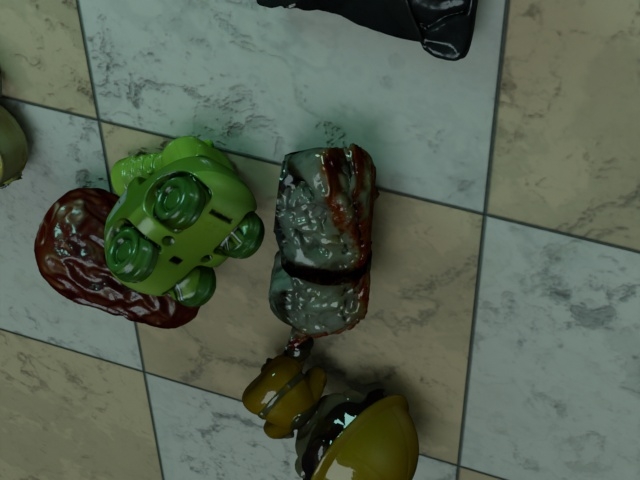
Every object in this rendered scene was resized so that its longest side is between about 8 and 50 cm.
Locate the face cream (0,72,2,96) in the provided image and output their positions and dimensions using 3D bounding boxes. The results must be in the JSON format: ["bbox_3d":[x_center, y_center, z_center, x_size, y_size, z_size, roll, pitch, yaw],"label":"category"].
[{"bbox_3d":[-0.528,-0.188,1.600,0.250,0.077,0.077,-6,130,14],"label":"face cream"}]

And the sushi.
[{"bbox_3d":[0.000,0.000,1.513,0.130,0.124,0.332,7,135,8],"label":"sushi"}]

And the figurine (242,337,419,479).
[{"bbox_3d":[0.013,0.260,1.733,0.257,0.167,0.192,34,112,-3],"label":"figurine"}]

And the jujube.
[{"bbox_3d":[-0.257,0.027,1.666,0.230,0.155,0.155,24,140,-8],"label":"jujube"}]

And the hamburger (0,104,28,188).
[{"bbox_3d":[-0.441,-0.122,1.660,0.126,0.081,0.141,8,123,19],"label":"hamburger"}]

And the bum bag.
[{"bbox_3d":[0.040,-0.257,1.276,0.248,0.060,0.123,14,138,17],"label":"bum bag"}]

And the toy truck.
[{"bbox_3d":[-0.170,-0.044,1.536,0.187,0.210,0.148,-30,142,31],"label":"toy truck"}]
